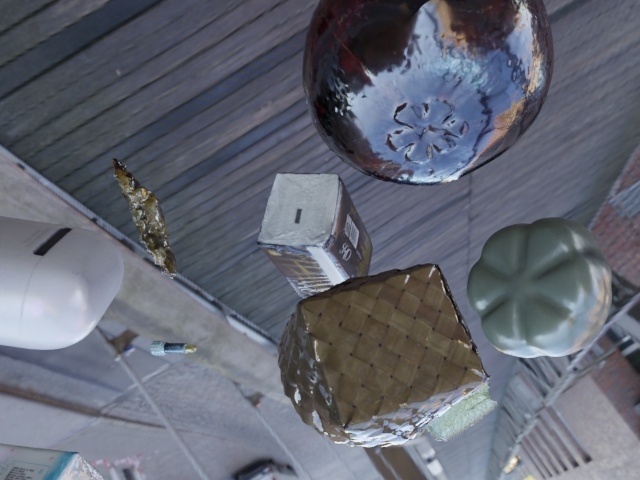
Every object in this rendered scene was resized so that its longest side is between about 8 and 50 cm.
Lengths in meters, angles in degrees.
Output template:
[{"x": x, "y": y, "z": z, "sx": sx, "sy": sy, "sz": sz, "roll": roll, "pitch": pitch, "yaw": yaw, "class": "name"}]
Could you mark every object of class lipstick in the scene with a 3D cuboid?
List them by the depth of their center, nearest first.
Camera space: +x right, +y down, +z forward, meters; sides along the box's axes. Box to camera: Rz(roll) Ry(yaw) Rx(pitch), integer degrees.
[{"x": -0.348, "y": 0.257, "z": 1.620, "sx": 0.116, "sy": 0.037, "sz": 0.037, "roll": -4, "pitch": 166, "yaw": 23, "class": "lipstick"}]

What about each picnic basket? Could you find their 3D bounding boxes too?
[{"x": 0.085, "y": 0.217, "z": 1.194, "sx": 0.337, "sy": 0.292, "sz": 0.337, "roll": -18, "pitch": 159, "yaw": -7, "class": "picnic basket"}]

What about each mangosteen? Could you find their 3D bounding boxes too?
[{"x": 0.093, "y": -0.163, "z": 0.589, "sx": 0.216, "sy": 0.216, "sz": 0.216, "roll": -26, "pitch": 155, "yaw": -13, "class": "mangosteen"}]

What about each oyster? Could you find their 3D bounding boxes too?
[{"x": -0.447, "y": -0.060, "z": 1.742, "sx": 0.079, "sy": 0.344, "sz": 0.129, "roll": -25, "pitch": 178, "yaw": 10, "class": "oyster"}]

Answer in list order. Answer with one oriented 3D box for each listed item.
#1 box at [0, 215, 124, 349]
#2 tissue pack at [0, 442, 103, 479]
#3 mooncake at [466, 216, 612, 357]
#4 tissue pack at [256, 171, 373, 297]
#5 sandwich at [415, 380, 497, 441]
[{"x": -0.492, "y": 0.052, "z": 1.032, "sx": 0.349, "sy": 0.288, "sz": 0.141, "roll": 9, "pitch": 104, "yaw": -6, "class": "box"}, {"x": -0.600, "y": 0.523, "z": 1.366, "sx": 0.271, "sy": 0.201, "sz": 0.124, "roll": -4, "pitch": 126, "yaw": 30, "class": "tissue pack"}, {"x": 0.397, "y": 0.088, "z": 1.252, "sx": 0.135, "sy": 0.275, "sz": 0.275, "roll": 10, "pitch": 134, "yaw": -39, "class": "mooncake"}, {"x": 0.000, "y": 0.000, "z": 1.702, "sx": 0.198, "sy": 0.209, "sz": 0.370, "roll": 8, "pitch": 157, "yaw": 20, "class": "tissue pack"}, {"x": 0.247, "y": 0.349, "z": 1.465, "sx": 0.236, "sy": 0.122, "sz": 0.128, "roll": -15, "pitch": -151, "yaw": 48, "class": "sandwich"}]
